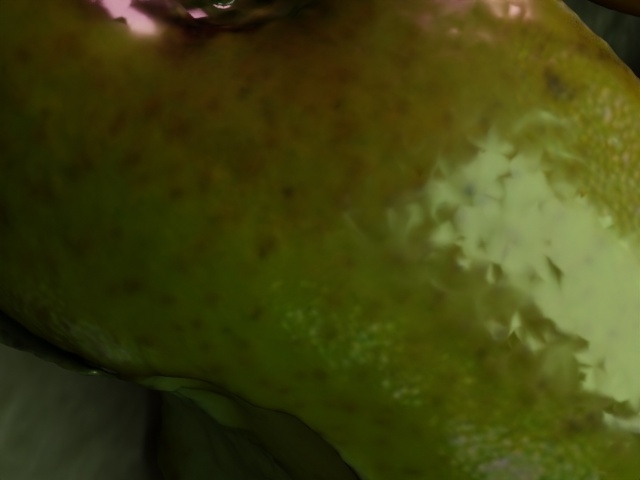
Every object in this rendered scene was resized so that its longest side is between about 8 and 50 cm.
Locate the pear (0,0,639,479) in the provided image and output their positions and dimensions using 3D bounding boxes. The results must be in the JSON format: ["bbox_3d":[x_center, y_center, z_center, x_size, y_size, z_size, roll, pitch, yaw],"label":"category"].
[{"bbox_3d":[0.000,0.000,0.570,0.164,0.238,0.255,-54,130,-16],"label":"pear"}]

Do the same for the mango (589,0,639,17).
[{"bbox_3d":[0.167,-0.213,0.708,0.445,0.232,0.300,-12,110,-34],"label":"mango"}]
